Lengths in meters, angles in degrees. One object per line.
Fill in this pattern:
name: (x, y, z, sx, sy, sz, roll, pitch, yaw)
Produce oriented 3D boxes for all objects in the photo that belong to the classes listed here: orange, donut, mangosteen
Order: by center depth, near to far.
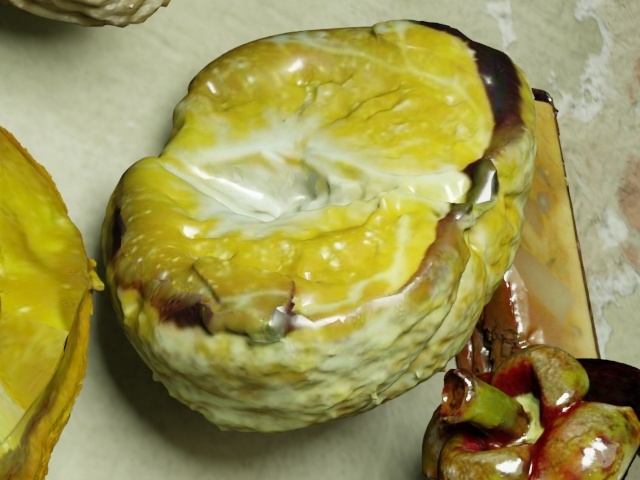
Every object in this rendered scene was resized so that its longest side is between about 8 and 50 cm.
donut: (-0.278, 0.056, 0.963, 0.330, 0.160, 0.330, 10, 73, -37)
orange: (0.000, 0.000, 1.170, 0.369, 0.271, 0.210, -56, 152, -39)
mangosteen: (0.163, 0.165, 1.178, 0.250, 0.211, 0.211, 49, 47, -33)

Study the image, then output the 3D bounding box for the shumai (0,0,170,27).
shumai: (-0.252, -0.215, 1.107, 0.262, 0.314, 0.267, -37, 110, 2)

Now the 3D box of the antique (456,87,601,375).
antique: (0.161, 0.026, 1.382, 0.093, 0.087, 0.310, 5, 69, -36)
